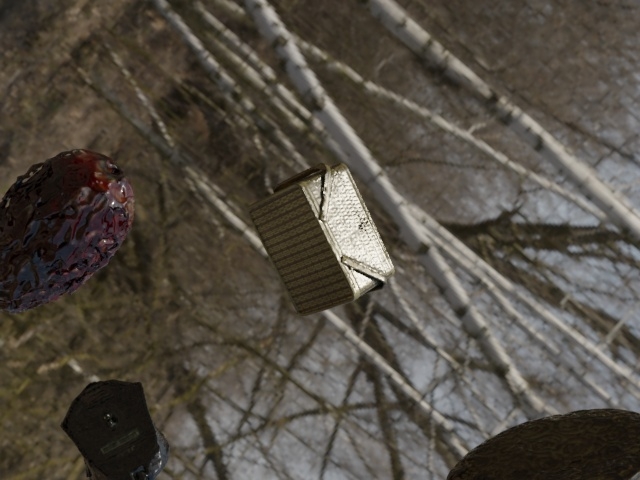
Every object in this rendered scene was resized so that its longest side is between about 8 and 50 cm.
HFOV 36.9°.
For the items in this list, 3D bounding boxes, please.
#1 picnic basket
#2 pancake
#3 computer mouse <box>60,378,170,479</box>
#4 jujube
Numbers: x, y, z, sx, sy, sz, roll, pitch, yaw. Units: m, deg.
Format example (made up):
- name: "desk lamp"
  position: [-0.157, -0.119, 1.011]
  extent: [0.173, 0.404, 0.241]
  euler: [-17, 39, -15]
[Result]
- name: "picnic basket"
  position: [0.000, 0.000, 1.122]
  extent: [0.079, 0.164, 0.115]
  euler: [-30, -175, -40]
- name: "pancake"
  position: [0.203, 0.193, 0.841]
  extent: [0.199, 0.021, 0.199]
  euler: [-17, -172, 3]
- name: "computer mouse"
  position: [-0.222, 0.221, 1.055]
  extent: [0.099, 0.057, 0.172]
  euler: [-24, -139, -18]
- name: "jujube"
  position: [-0.225, 0.000, 0.815]
  extent: [0.166, 0.104, 0.104]
  euler: [-48, -173, 15]
